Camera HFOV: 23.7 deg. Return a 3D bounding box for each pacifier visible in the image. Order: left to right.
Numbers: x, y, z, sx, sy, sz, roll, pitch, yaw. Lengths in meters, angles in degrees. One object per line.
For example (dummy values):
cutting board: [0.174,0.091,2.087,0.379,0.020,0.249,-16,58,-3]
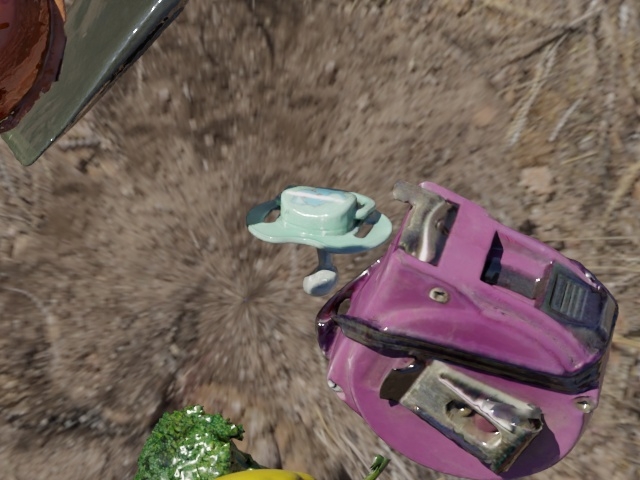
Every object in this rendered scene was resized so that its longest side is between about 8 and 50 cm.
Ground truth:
pacifier: [0.000,0.000,1.549,0.150,0.127,0.117,5,119,11]

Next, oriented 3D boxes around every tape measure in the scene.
tape measure: [0.062,0.046,0.659,0.125,0.118,0.074,26,46,0]

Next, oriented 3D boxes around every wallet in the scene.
wallet: [-0.205,-0.178,1.394,0.052,0.168,0.245,38,93,-31]

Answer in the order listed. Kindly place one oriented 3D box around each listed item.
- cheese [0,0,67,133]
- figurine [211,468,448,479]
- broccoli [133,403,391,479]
cheese: [-0.292,-0.115,1.050,0.217,0.129,0.329,16,105,-5]
figurine: [0.041,0.260,1.037,0.343,0.215,0.187,5,110,-3]
broccoli: [-0.054,0.282,1.329,0.283,0.321,0.304,-11,89,-4]
